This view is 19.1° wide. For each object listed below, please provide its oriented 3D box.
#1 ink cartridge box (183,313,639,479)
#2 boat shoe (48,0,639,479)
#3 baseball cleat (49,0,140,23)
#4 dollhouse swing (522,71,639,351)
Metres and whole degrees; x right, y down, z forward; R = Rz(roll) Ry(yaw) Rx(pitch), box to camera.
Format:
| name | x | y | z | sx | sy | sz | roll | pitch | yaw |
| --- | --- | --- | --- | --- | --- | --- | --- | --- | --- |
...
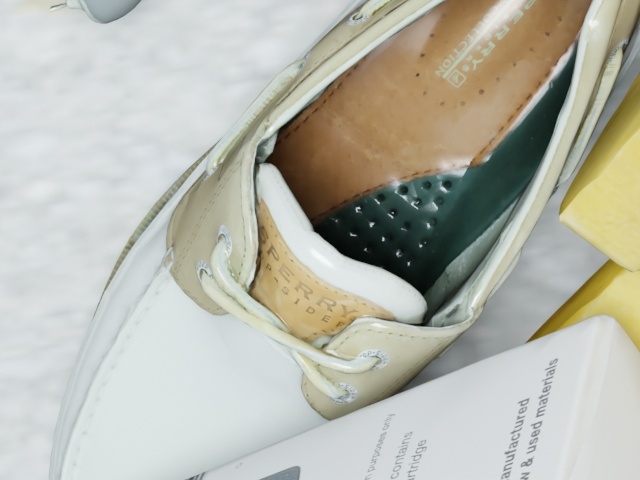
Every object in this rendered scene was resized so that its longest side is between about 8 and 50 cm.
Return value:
| name | x | y | z | sx | sy | sz | roll | pitch | yaw |
| --- | --- | --- | --- | --- | --- | --- | --- | --- | --- |
| ink cartridge box | 0.017 | 0.168 | 0.593 | 0.273 | 0.115 | 0.198 | -26 | 114 | 31 |
| boat shoe | 0.000 | 0.000 | 0.628 | 0.113 | 0.103 | 0.302 | 34 | 103 | -1 |
| baseball cleat | -0.065 | -0.178 | 0.617 | 0.109 | 0.072 | 0.206 | -14 | 103 | 2 |
| dollhouse swing | 0.250 | 0.028 | 0.629 | 0.347 | 0.305 | 0.315 | 35 | 62 | -1 |
